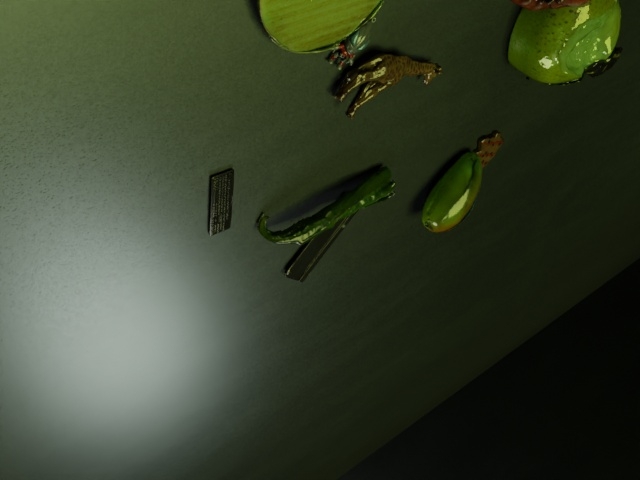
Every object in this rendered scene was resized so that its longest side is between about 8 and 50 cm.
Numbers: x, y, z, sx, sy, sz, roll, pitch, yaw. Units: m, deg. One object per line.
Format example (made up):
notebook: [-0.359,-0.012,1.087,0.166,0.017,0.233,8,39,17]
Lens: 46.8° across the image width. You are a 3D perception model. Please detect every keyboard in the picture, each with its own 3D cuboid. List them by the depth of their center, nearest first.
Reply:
keyboard: [-0.192,-0.071,1.432,0.053,0.010,0.155,-26,144,-31]
keyboard: [0.000,-0.001,1.734,0.072,0.023,0.231,23,109,-50]

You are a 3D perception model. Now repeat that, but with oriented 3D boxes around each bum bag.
bum bag: [0.731,-0.484,1.973,0.232,0.060,0.107,-2,139,-46]

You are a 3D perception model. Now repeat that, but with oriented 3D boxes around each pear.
pear: [0.575,-0.509,1.669,0.292,0.159,0.292,-28,143,-23]

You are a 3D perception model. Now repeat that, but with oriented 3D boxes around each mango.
mango: [0.350,-0.122,1.918,0.233,0.111,0.125,-58,163,-1]

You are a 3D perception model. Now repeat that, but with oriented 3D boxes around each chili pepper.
chili pepper: [0.026,-0.070,1.626,0.359,0.076,0.085,-25,127,-32]

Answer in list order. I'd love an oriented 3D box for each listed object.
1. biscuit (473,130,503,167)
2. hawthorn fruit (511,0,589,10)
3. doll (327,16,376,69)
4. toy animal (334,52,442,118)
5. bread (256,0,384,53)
biscuit: [0.441,-0.233,1.973,0.119,0.019,0.130,-6,133,-46]
hawthorn fruit: [0.445,-0.582,1.399,0.242,0.241,0.272,24,78,-57]
doll: [0.061,-0.363,1.352,0.057,0.039,0.114,39,110,-17]
toy animal: [0.140,-0.326,1.478,0.275,0.054,0.149,-31,150,-22]
bread: [0.017,-0.439,1.203,0.301,0.045,0.301,-28,147,-21]
